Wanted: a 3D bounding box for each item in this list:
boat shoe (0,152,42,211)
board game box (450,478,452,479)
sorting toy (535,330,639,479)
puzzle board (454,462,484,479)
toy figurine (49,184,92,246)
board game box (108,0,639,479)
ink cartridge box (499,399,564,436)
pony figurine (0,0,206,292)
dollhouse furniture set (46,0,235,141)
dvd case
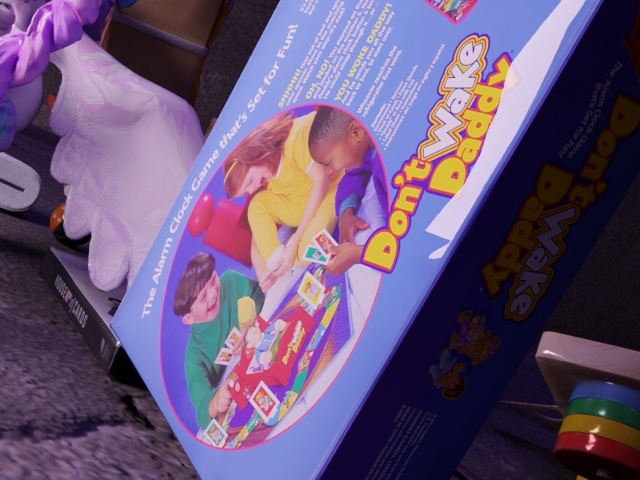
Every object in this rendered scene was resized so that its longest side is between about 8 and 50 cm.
[{"bbox_3d":[-0.415,-0.093,0.937,0.226,0.083,0.076,36,-16,-32],"label":"boat shoe"},{"bbox_3d":[0.091,0.162,0.466,0.145,0.027,0.281,42,-9,-36],"label":"board game box"},{"bbox_3d":[0.317,0.198,0.726,0.255,0.089,0.257,12,-25,33],"label":"sorting toy"},{"bbox_3d":[0.135,0.187,0.585,0.128,0.011,0.096,38,-6,-4],"label":"puzzle board"},{"bbox_3d":[-0.177,-0.025,0.971,0.213,0.148,0.209,27,9,12],"label":"toy figurine"},{"bbox_3d":[0.030,-0.037,0.457,0.078,0.347,0.233,23,11,-37],"label":"board game box"},{"bbox_3d":[0.337,0.213,0.953,0.225,0.056,0.181,33,-16,-11],"label":"ink cartridge box"},{"bbox_3d":[-0.243,-0.127,0.644,0.363,0.351,0.303,-7,-15,44],"label":"pony figurine"},{"bbox_3d":[-0.065,-0.157,0.890,0.374,0.201,0.152,16,14,-29],"label":"dollhouse furniture set"},{"bbox_3d":[-0.116,0.073,0.696,0.179,0.029,0.239,23,3,-31],"label":"dvd case"}]
